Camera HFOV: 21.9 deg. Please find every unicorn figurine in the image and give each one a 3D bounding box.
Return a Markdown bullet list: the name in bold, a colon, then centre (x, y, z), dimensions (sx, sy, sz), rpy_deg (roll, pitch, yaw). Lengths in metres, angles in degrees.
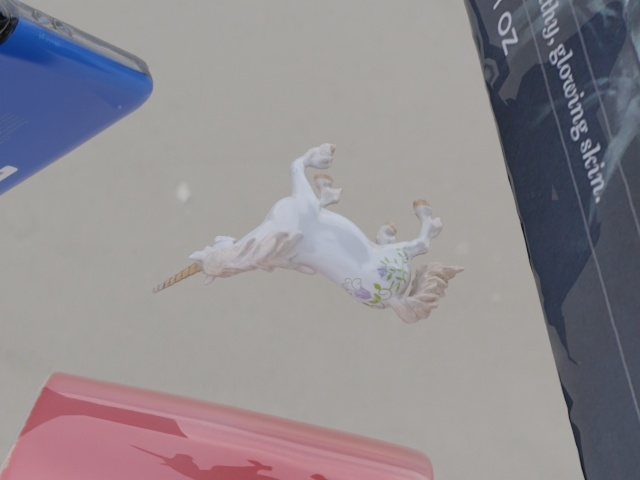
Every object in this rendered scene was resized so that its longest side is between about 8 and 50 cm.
- **unicorn figurine**: centre (0.000, 0.000, 0.952), dimensions (0.161, 0.060, 0.111), rpy_deg (19, 45, 9)

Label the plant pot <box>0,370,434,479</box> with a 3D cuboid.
- **plant pot**: centre (-0.091, 0.213, 1.013), dimensions (0.243, 0.275, 0.275), rpy_deg (23, 46, -4)

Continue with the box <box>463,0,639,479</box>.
- **box**: centre (0.313, -0.126, 0.632), dimensions (0.297, 0.472, 0.480), rpy_deg (15, 47, -29)

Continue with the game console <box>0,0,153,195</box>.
- **game console**: centre (-0.299, -0.122, 1.036), dimensions (0.250, 0.293, 0.173), rpy_deg (19, 46, -59)
